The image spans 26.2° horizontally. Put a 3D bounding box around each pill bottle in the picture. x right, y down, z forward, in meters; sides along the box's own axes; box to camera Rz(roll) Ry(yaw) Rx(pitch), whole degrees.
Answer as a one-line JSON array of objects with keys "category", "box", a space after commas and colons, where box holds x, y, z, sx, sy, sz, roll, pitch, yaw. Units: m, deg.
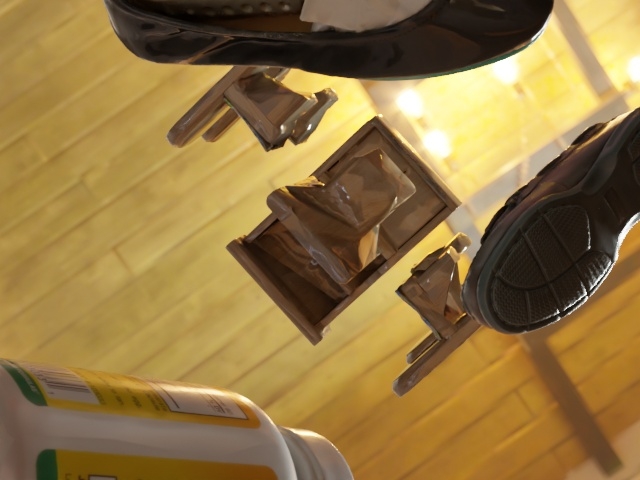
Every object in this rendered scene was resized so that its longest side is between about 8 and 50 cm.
[{"category": "pill bottle", "box": [-0.084, 0.118, 0.605, 0.208, 0.118, 0.117, 13, 146, -44]}]

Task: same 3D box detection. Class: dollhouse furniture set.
[{"category": "dollhouse furniture set", "box": [0.000, 0.000, 1.574, 0.256, 0.362, 0.394, -43, 177, 12]}]

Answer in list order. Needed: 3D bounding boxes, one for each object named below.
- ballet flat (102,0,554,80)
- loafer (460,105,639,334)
[{"category": "ballet flat", "box": [-0.010, -0.144, 0.798, 0.280, 0.096, 0.095, 0, -116, 22]}, {"category": "loafer", "box": [0.198, -0.017, 1.126, 0.267, 0.096, 0.084, -41, -156, -28]}]
